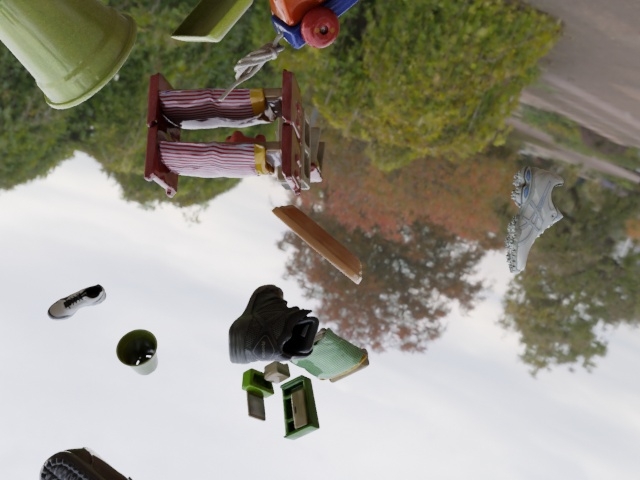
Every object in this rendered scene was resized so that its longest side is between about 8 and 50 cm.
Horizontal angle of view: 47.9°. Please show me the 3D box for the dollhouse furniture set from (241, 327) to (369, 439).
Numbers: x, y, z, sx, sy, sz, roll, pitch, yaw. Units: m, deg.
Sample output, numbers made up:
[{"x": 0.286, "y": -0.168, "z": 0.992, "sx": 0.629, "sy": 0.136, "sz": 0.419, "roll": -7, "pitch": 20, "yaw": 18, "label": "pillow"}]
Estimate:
[{"x": -0.030, "y": 0.373, "z": 1.849, "sx": 0.197, "sy": 0.301, "sz": 0.151, "roll": 32, "pitch": -143, "yaw": -41, "label": "dollhouse furniture set"}]

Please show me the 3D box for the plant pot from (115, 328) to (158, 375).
[{"x": -0.364, "y": 0.236, "z": 1.466, "sx": 0.083, "sy": 0.083, "sz": 0.079, "roll": 24, "pitch": 149, "yaw": 20, "label": "plant pot"}]

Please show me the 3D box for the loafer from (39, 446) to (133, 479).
[{"x": -0.389, "y": 0.538, "z": 1.453, "sx": 0.366, "sy": 0.134, "sz": 0.130, "roll": 46, "pitch": -169, "yaw": -3, "label": "loafer"}]

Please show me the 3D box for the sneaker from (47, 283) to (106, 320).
[{"x": -0.437, "y": 0.107, "z": 1.291, "sx": 0.109, "sy": 0.044, "sz": 0.040, "roll": -27, "pitch": -105, "yaw": -28, "label": "sneaker"}]

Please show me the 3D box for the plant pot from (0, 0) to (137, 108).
[{"x": -0.586, "y": -0.474, "z": 1.562, "sx": 0.276, "sy": 0.276, "sz": 0.254, "roll": 29, "pitch": 168, "yaw": 44, "label": "plant pot"}]

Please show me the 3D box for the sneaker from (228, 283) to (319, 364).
[{"x": -0.061, "y": 0.134, "z": 1.154, "sx": 0.130, "sy": 0.087, "sz": 0.227, "roll": 3, "pitch": -167, "yaw": 6, "label": "sneaker"}]

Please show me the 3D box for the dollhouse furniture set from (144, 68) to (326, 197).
[{"x": -0.112, "y": -0.127, "z": 1.120, "sx": 0.201, "sy": 0.152, "sz": 0.374, "roll": -1, "pitch": 171, "yaw": 7, "label": "dollhouse furniture set"}]

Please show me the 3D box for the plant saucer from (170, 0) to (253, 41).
[{"x": -0.246, "y": -0.535, "z": 1.714, "sx": 0.188, "sy": 0.188, "sz": 0.045, "roll": 21, "pitch": 159, "yaw": 50, "label": "plant saucer"}]

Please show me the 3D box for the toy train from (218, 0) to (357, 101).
[{"x": -0.045, "y": -0.268, "z": 0.740, "sx": 0.143, "sy": 0.248, "sz": 0.105, "roll": 51, "pitch": 180, "yaw": -42, "label": "toy train"}]

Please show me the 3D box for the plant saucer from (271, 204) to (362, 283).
[{"x": 0.000, "y": 0.000, "z": 1.266, "sx": 0.200, "sy": 0.037, "sz": 0.200, "roll": 40, "pitch": 179, "yaw": 1, "label": "plant saucer"}]

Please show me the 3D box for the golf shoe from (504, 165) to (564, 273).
[{"x": 0.347, "y": -0.029, "z": 1.160, "sx": 0.086, "sy": 0.176, "sz": 0.069, "roll": 8, "pitch": -174, "yaw": 4, "label": "golf shoe"}]
